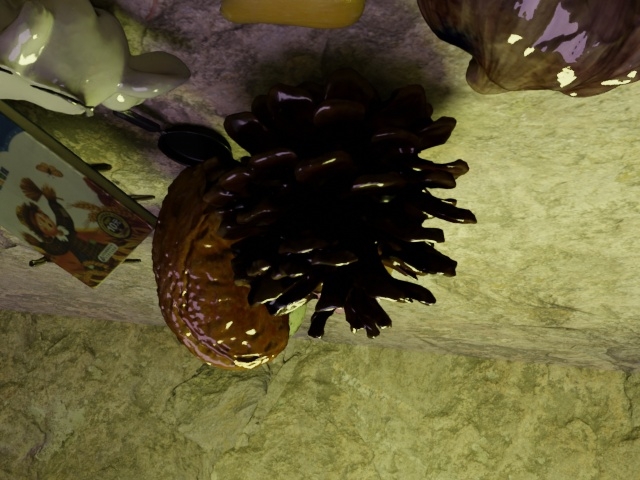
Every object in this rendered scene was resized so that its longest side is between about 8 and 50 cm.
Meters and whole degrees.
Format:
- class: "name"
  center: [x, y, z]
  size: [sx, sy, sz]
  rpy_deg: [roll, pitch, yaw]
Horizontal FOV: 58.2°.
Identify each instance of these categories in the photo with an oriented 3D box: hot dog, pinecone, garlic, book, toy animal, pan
- class: "hot dog"
  center: [-0.183, 0.050, 1.050]
  size: [0.174, 0.267, 0.388]
  rpy_deg: [-11, 111, 14]
- class: "pinecone"
  center: [0.037, -0.039, 0.842]
  size: [0.397, 0.398, 0.398]
  rpy_deg: [7, 160, 3]
- class: "garlic"
  center: [0.190, -0.202, 0.512]
  size: [0.244, 0.161, 0.245]
  rpy_deg: [19, -159, -8]
- class: "book"
  center: [-0.518, -0.097, 1.007]
  size: [0.428, 0.039, 0.300]
  rpy_deg: [39, 136, -17]
- class: "toy animal"
  center: [-0.344, -0.233, 0.715]
  size: [0.208, 0.154, 0.325]
  rpy_deg: [-4, 162, 45]
- class: "pan"
  center: [-0.251, -0.180, 0.992]
  size: [0.136, 0.028, 0.235]
  rpy_deg: [-9, 157, 36]

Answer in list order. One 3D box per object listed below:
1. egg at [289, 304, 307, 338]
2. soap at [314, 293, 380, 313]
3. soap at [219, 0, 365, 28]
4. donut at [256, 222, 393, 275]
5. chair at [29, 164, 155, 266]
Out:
- class: "egg"
  center: [-0.202, 0.125, 1.423]
  size: [0.287, 0.288, 0.379]
  rpy_deg: [-10, 150, 39]
- class: "soap"
  center: [0.022, 0.067, 1.127]
  size: [0.122, 0.066, 0.203]
  rpy_deg: [-22, 139, 30]
- class: "soap"
  center: [-0.033, -0.276, 0.653]
  size: [0.168, 0.033, 0.089]
  rpy_deg: [6, 157, 4]
- class: "donut"
  center: [0.000, 0.000, 1.233]
  size: [0.329, 0.160, 0.330]
  rpy_deg: [4, 148, 3]
- class: "chair"
  center: [-0.532, -0.044, 1.245]
  size: [0.272, 0.188, 0.166]
  rpy_deg: [-5, 156, 22]
